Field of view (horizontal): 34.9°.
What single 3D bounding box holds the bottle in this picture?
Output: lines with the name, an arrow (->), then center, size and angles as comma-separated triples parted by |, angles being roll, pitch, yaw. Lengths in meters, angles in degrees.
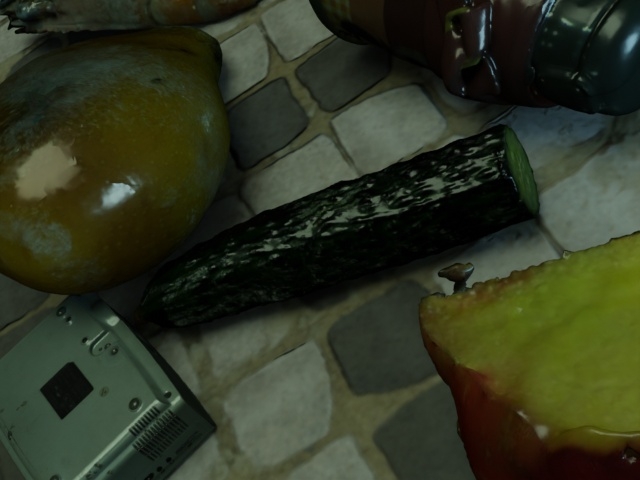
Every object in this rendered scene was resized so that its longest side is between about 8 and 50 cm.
bottle -> 0.112, -0.166, 0.700 | 0.156, 0.143, 0.271 | -48, 50, -10

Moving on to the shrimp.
shrimp -> -0.171, -0.265, 0.983 | 0.316, 0.062, 0.164 | -7, 50, 19

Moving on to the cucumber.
cucumber -> 0.000, 0.000, 0.689 | 0.293, 0.067, 0.068 | -19, 50, 18

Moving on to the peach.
peach -> 0.200, 0.074, 0.468 | 0.267, 0.154, 0.159 | -20, 40, 2

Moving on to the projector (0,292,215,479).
projector -> -0.159, 0.112, 0.695 | 0.115, 0.061, 0.147 | -43, 49, -9

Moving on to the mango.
mango -> -0.159, -0.082, 0.770 | 0.192, 0.146, 0.316 | 1, 38, 13
